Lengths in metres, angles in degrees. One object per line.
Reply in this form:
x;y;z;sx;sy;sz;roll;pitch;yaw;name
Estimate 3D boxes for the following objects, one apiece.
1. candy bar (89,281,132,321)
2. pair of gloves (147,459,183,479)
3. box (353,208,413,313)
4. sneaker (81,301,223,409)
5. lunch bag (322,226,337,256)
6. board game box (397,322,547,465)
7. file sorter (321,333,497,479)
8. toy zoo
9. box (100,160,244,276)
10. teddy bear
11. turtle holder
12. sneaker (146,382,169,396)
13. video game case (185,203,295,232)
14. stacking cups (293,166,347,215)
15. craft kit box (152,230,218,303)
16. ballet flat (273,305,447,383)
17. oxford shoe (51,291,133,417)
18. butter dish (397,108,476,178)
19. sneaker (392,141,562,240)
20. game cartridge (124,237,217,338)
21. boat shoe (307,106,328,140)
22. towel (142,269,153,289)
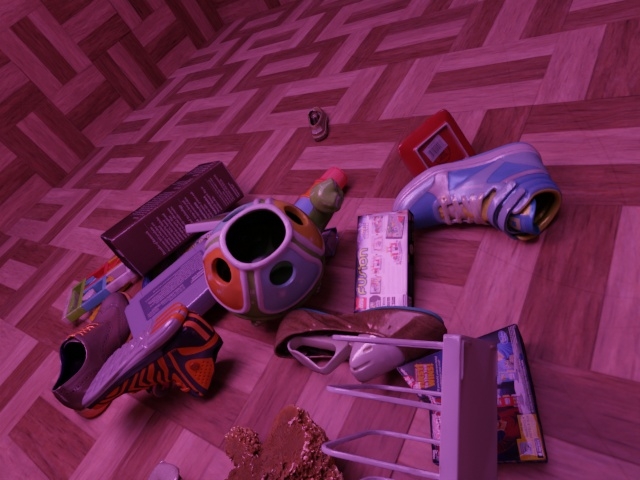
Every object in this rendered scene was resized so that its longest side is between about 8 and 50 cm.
-0.639;0.180;1.346;0.040;0.018;0.161;15;58;44;candy bar
-0.281;0.484;0.695;0.204;0.042;0.240;2;63;56;pair of gloves
0.128;0.044;0.886;0.114;0.036;0.206;-6;70;30;box
-0.334;0.282;0.918;0.321;0.180;0.124;-38;24;16;sneaker
0.000;0.000;1.068;0.071;0.053;0.083;-10;36;25;lunch bag
0.217;0.238;0.668;0.194;0.060;0.194;-16;45;25;board game box
0.108;0.254;0.537;0.173;0.193;0.277;-2;75;31;file sorter
-0.678;0.122;1.405;0.293;0.030;0.192;-37;32;-4;toy zoo
-0.433;-0.074;1.307;0.381;0.143;0.191;-41;25;-24;box
-0.106;0.417;0.689;0.338;0.113;0.245;-53;35;-11;teddy bear
-0.085;0.023;0.912;0.321;0.227;0.243;-14;68;-5;turtle holder
-0.365;0.301;1.021;0.057;0.047;0.119;-17;39;36;sneaker
-0.207;-0.060;1.186;0.227;0.026;0.206;-5;11;21;video game case
-0.048;-0.070;1.140;0.096;0.096;0.316;13;57;42;stacking cups
-0.341;0.095;1.205;0.250;0.061;0.246;-30;37;4;craft kit box
0.048;0.186;0.786;0.343;0.116;0.124;-3;37;35;ballet flat
-0.571;0.254;1.134;0.130;0.132;0.363;-25;40;11;oxford shoe
0.258;-0.200;1.047;0.160;0.159;0.118;-41;16;-8;butter dish
0.306;-0.066;0.869;0.319;0.127;0.208;-24;39;13;sneaker
-0.339;0.125;1.090;0.294;0.060;0.196;-41;36;-8;game cartridge
-0.014;-0.411;1.481;0.068;0.072;0.189;-25;40;11;boat shoe
-0.493;0.139;1.261;0.067;0.029;0.119;-60;32;26;towel
